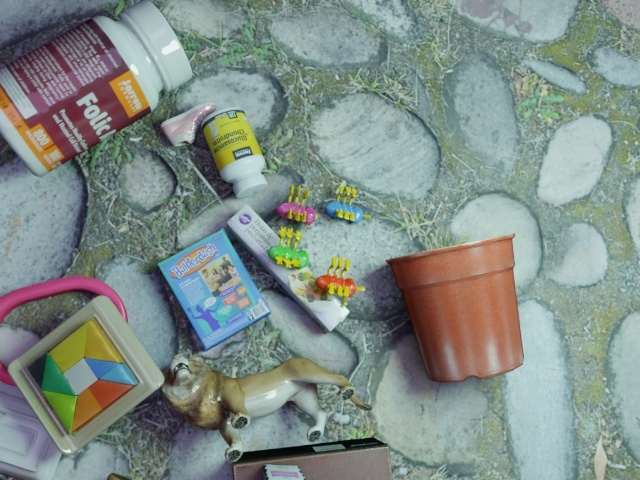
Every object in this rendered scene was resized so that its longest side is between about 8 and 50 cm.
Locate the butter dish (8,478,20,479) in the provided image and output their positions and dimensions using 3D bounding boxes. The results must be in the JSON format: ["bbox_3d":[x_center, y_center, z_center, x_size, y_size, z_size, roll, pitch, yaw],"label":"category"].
[{"bbox_3d":[-0.572,0.511,1.301,0.118,0.160,0.160,-29,82,-35],"label":"butter dish"}]

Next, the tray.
[{"bbox_3d":[-0.644,0.379,1.366,0.270,0.030,0.145,19,75,-2],"label":"tray"}]

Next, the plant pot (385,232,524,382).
[{"bbox_3d":[0.295,0.141,1.424,0.272,0.272,0.265,-12,87,-9],"label":"plant pot"}]

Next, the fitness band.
[{"bbox_3d":[-0.544,0.186,1.411,0.290,0.054,0.209,-14,77,-11],"label":"fitness band"}]

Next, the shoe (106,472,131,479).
[{"bbox_3d":[-0.334,0.535,1.344,0.219,0.076,0.058,36,71,0],"label":"shoe"}]

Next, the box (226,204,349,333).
[{"bbox_3d":[-0.071,0.063,1.484,0.063,0.067,0.324,-43,85,-15],"label":"box"}]

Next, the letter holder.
[{"bbox_3d":[-0.015,0.518,1.350,0.301,0.152,0.215,-4,80,-8],"label":"letter holder"}]

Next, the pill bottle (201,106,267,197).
[{"bbox_3d":[-0.183,-0.191,1.507,0.103,0.103,0.184,-22,81,-11],"label":"pill bottle"}]

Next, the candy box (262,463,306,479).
[{"bbox_3d":[-0.066,0.483,1.174,0.070,0.196,0.165,5,81,-6],"label":"candy box"}]

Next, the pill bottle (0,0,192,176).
[{"bbox_3d":[-0.483,-0.324,1.439,0.392,0.224,0.224,-34,84,-12],"label":"pill bottle"}]

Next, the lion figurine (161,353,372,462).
[{"bbox_3d":[-0.115,0.306,1.387,0.392,0.240,0.142,-1,111,-23],"label":"lion figurine"}]

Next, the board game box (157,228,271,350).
[{"bbox_3d":[-0.225,0.104,1.466,0.160,0.047,0.210,-29,83,-11],"label":"board game box"}]

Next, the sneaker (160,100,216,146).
[{"bbox_3d":[-0.283,-0.255,1.537,0.134,0.051,0.070,-28,84,-8],"label":"sneaker"}]

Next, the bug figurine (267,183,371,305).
[{"bbox_3d":[0.000,0.000,1.469,0.216,0.072,0.279,18,55,-13],"label":"bug figurine"}]

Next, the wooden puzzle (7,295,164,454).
[{"bbox_3d":[-0.458,0.259,1.334,0.238,0.044,0.221,-37,81,-4],"label":"wooden puzzle"}]
